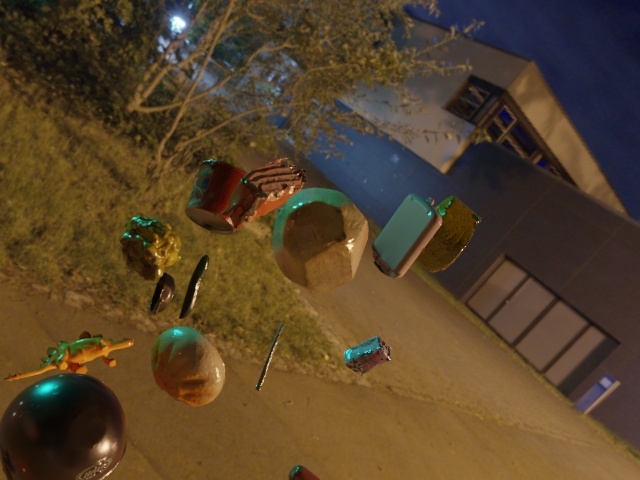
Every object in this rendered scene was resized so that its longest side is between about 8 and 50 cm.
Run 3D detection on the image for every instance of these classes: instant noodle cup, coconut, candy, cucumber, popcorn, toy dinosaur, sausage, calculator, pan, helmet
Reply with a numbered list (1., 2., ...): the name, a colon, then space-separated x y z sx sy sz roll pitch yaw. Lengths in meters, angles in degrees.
1. instant noodle cup: -0.370 -0.150 1.891 0.251 0.192 0.250 17 -23 7
2. coconut: 0.000 0.000 1.143 0.197 0.236 0.237 12 7 10
3. candy: 0.175 0.425 1.880 0.092 0.160 0.073 45 27 -28
4. cucumber: -0.337 0.124 1.368 0.033 0.184 0.036 19 -2 -18
5. popcorn: -0.514 0.022 1.526 0.198 0.197 0.155 40 52 4
6. toy dinosaur: -0.600 0.275 1.235 0.288 0.070 0.117 -13 24 -35
7. sausage: -0.022 0.691 1.431 0.154 0.062 0.062 42 11 -3
8. calculator: 0.162 -0.010 0.982 0.032 0.175 0.100 18 24 -39
9. pan: -0.484 0.189 1.567 0.048 0.128 0.202 20 35 -21
10. helmet: -0.439 0.328 0.880 0.216 0.193 0.189 32 30 32

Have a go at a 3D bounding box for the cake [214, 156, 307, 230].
1. cake: -0.131 -0.133 1.284 0.098 0.135 0.287 43 53 9

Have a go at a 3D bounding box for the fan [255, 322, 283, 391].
1. fan: -0.203 0.466 2.058 0.023 0.282 0.057 24 -16 -10

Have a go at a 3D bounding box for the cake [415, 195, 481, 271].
1. cake: 0.402 -0.027 1.661 0.156 0.260 0.179 41 -29 -9

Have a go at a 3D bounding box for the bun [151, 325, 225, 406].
1. bun: -0.477 0.453 1.771 0.299 0.299 0.165 41 43 13
